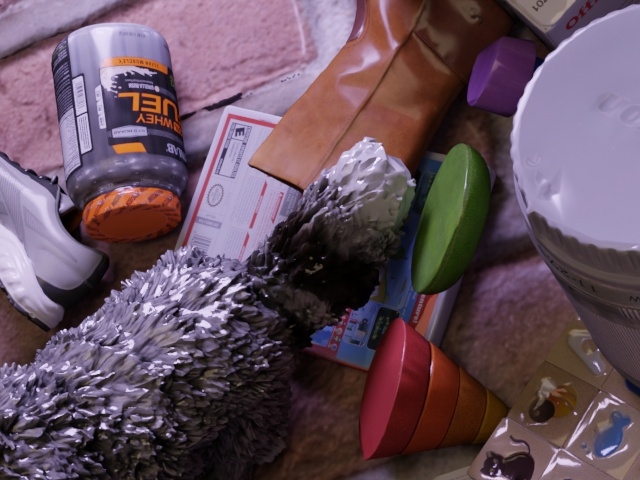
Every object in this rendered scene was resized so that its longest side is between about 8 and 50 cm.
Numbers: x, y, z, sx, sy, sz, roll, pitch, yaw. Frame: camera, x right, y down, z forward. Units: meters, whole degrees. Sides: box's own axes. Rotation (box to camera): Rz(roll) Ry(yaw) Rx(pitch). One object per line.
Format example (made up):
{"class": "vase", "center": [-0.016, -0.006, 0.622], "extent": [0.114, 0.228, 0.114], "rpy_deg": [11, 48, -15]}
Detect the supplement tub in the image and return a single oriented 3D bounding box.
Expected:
{"class": "supplement tub", "center": [-0.190, -0.101, 1.574], "extent": [0.117, 0.117, 0.190], "rpy_deg": [-19, 68, 21]}

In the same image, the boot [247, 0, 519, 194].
{"class": "boot", "center": [0.027, -0.175, 1.499], "extent": [0.264, 0.096, 0.280], "rpy_deg": [33, 89, 21]}

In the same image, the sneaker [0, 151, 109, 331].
{"class": "sneaker", "center": [-0.299, -0.036, 1.633], "extent": [0.108, 0.100, 0.271], "rpy_deg": [-36, 65, -2]}

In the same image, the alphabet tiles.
{"class": "alphabet tiles", "center": [0.291, 0.188, 1.258], "extent": [0.342, 0.011, 0.285], "rpy_deg": [28, 77, 35]}

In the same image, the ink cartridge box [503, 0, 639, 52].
{"class": "ink cartridge box", "center": [0.234, -0.208, 1.342], "extent": [0.139, 0.190, 0.082], "rpy_deg": [-47, 60, 8]}

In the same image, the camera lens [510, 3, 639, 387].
{"class": "camera lens", "center": [0.272, -0.019, 1.205], "extent": [0.219, 0.274, 0.219], "rpy_deg": [-11, 59, 19]}

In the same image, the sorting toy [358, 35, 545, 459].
{"class": "sorting toy", "center": [0.142, 0.021, 1.350], "extent": [0.126, 0.127, 0.365], "rpy_deg": [17, 97, -9]}

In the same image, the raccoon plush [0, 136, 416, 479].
{"class": "raccoon plush", "center": [-0.151, 0.078, 1.349], "extent": [0.216, 0.299, 0.446], "rpy_deg": [37, 109, 23]}

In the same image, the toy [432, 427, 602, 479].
{"class": "toy", "center": [0.181, 0.281, 1.298], "extent": [0.137, 0.056, 0.237], "rpy_deg": [-20, 55, 14]}

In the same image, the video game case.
{"class": "video game case", "center": [0.000, 0.000, 1.498], "extent": [0.285, 0.025, 0.204], "rpy_deg": [15, 82, 30]}
